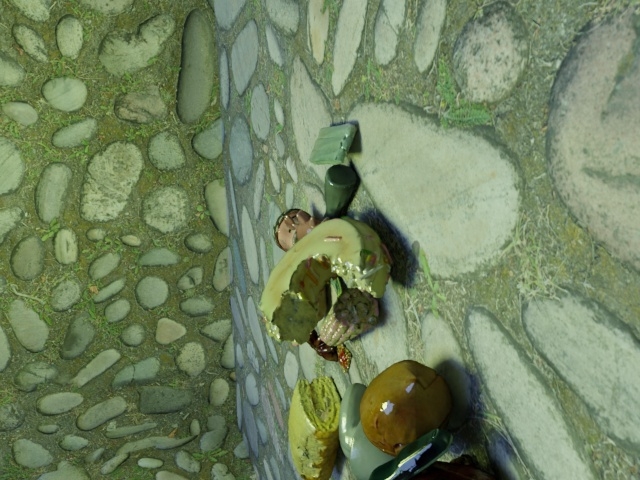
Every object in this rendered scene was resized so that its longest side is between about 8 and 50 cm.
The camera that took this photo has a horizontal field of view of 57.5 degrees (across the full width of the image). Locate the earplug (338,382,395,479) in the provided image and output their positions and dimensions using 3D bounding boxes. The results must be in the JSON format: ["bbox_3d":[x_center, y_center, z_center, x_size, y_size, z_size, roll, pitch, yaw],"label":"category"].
[{"bbox_3d":[0.136,0.520,1.580,0.325,0.175,0.214,-134,34,-73],"label":"earplug"}]

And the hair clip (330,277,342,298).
[{"bbox_3d":[0.041,0.124,1.840,0.188,0.033,0.060,-122,32,-53],"label":"hair clip"}]

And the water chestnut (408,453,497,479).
[{"bbox_3d":[0.275,0.539,1.166,0.224,0.238,0.223,15,125,22],"label":"water chestnut"}]

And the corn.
[{"bbox_3d":[0.075,0.227,1.681,0.335,0.127,0.126,122,136,-67],"label":"corn"}]

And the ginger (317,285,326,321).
[{"bbox_3d":[-0.049,0.170,1.950,0.267,0.152,0.138,64,166,-22],"label":"ginger"}]

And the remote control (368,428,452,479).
[{"bbox_3d":[0.177,0.446,1.176,0.042,0.072,0.222,46,119,1],"label":"remote control"}]

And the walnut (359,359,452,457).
[{"bbox_3d":[0.186,0.375,1.289,0.298,0.203,0.203,88,163,-55],"label":"walnut"}]

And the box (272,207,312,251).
[{"bbox_3d":[-0.062,-0.019,1.906,0.135,0.151,0.151,27,124,57],"label":"box"}]

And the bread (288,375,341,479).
[{"bbox_3d":[-0.021,0.681,2.061,0.236,0.165,0.375,-112,23,-43],"label":"bread"}]

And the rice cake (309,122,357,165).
[{"bbox_3d":[0.034,-0.266,1.623,0.211,0.038,0.124,5,72,67],"label":"rice cake"}]

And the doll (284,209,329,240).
[{"bbox_3d":[0.000,0.000,1.712,0.262,0.093,0.211,29,153,27],"label":"doll"}]

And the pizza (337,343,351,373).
[{"bbox_3d":[0.067,0.366,1.879,0.100,0.029,0.099,102,153,-44],"label":"pizza"}]

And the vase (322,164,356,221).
[{"bbox_3d":[0.045,-0.116,1.668,0.214,0.086,0.086,101,153,-54],"label":"vase"}]

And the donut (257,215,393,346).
[{"bbox_3d":[0.012,0.095,1.511,0.371,0.150,0.307,-35,34,20],"label":"donut"}]

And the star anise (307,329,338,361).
[{"bbox_3d":[-0.002,0.347,1.954,0.168,0.057,0.168,34,148,25],"label":"star anise"}]
